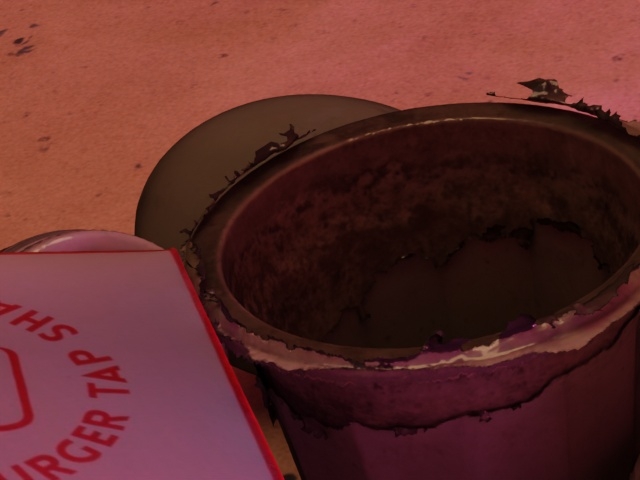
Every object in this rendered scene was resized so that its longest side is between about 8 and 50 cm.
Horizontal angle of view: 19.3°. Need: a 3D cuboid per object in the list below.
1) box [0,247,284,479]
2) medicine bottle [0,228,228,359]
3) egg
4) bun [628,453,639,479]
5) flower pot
[{"bbox_3d":[-0.196,0.198,0.879,0.312,0.300,0.314,-1,26,-17],"label":"box"},{"bbox_3d":[-0.158,0.074,1.183,0.165,0.165,0.273,-23,2,-16],"label":"medicine bottle"},{"bbox_3d":[0.000,0.000,1.303,0.283,0.203,0.203,10,37,31],"label":"egg"},{"bbox_3d":[0.282,0.166,0.950,0.259,0.152,0.259,-17,33,11],"label":"bun"},{"bbox_3d":[0.077,0.085,1.068,0.290,0.259,0.290,-7,30,4],"label":"flower pot"}]
